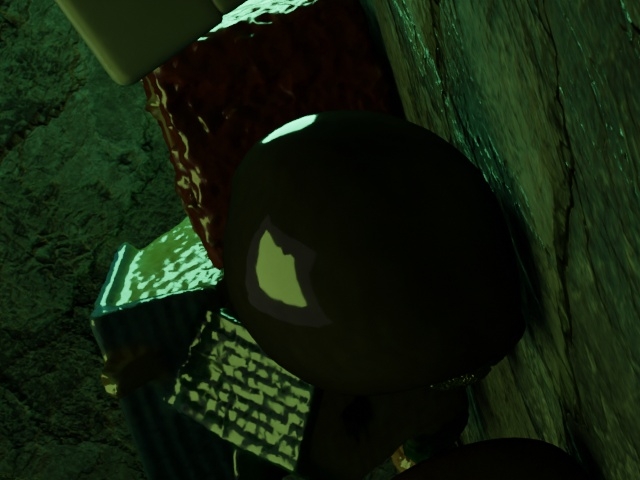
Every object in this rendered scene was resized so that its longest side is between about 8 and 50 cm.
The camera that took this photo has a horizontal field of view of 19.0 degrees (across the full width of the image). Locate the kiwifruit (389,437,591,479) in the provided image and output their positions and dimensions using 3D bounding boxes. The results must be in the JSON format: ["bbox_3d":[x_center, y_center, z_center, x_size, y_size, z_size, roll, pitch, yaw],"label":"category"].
[{"bbox_3d":[0.130,0.269,1.618,0.196,0.234,0.196,158,90,-89],"label":"kiwifruit"}]

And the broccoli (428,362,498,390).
[{"bbox_3d":[0.124,0.087,1.868,0.131,0.130,0.120,3,-69,-65],"label":"broccoli"}]

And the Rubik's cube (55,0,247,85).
[{"bbox_3d":[-0.132,-0.341,1.494,0.291,0.291,0.290,52,-176,-21],"label":"Rubik's cube"}]

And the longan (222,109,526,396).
[{"bbox_3d":[0.049,0.021,1.656,0.300,0.243,0.300,35,-177,-2],"label":"longan"}]

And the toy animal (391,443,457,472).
[{"bbox_3d":[0.154,0.307,2.651,0.185,0.104,0.184,-101,-8,-84],"label":"toy animal"}]

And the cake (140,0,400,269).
[{"bbox_3d":[-0.060,-0.156,2.212,0.319,0.270,0.269,-113,5,-73],"label":"cake"}]

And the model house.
[{"bbox_3d":[-0.066,0.174,2.331,0.382,0.342,0.335,17,133,44],"label":"model house"}]
